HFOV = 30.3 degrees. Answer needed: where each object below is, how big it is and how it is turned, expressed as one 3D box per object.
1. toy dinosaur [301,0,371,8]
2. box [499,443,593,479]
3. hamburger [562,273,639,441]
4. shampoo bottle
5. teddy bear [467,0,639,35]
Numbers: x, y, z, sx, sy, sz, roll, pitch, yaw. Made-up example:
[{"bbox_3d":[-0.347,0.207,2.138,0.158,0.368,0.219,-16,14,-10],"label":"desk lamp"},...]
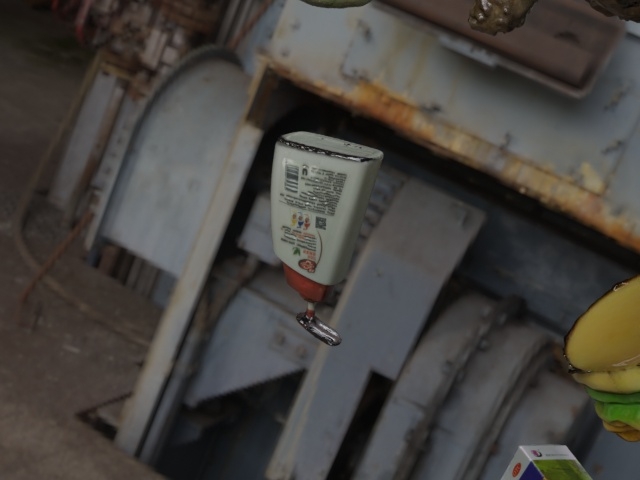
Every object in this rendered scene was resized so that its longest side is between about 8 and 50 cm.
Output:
[{"bbox_3d":[-0.030,-0.212,0.693,0.247,0.075,0.188,57,15,14],"label":"toy dinosaur"},{"bbox_3d":[0.374,0.484,1.804,0.106,0.200,0.299,5,32,-33],"label":"box"},{"bbox_3d":[0.408,0.136,1.353,0.149,0.237,0.237,56,9,-14],"label":"hamburger"},{"bbox_3d":[0.000,0.000,1.597,0.153,0.284,0.071,18,28,28],"label":"shampoo bottle"},{"bbox_3d":[0.182,-0.256,0.911,0.222,0.246,0.296,44,33,17],"label":"teddy bear"}]
